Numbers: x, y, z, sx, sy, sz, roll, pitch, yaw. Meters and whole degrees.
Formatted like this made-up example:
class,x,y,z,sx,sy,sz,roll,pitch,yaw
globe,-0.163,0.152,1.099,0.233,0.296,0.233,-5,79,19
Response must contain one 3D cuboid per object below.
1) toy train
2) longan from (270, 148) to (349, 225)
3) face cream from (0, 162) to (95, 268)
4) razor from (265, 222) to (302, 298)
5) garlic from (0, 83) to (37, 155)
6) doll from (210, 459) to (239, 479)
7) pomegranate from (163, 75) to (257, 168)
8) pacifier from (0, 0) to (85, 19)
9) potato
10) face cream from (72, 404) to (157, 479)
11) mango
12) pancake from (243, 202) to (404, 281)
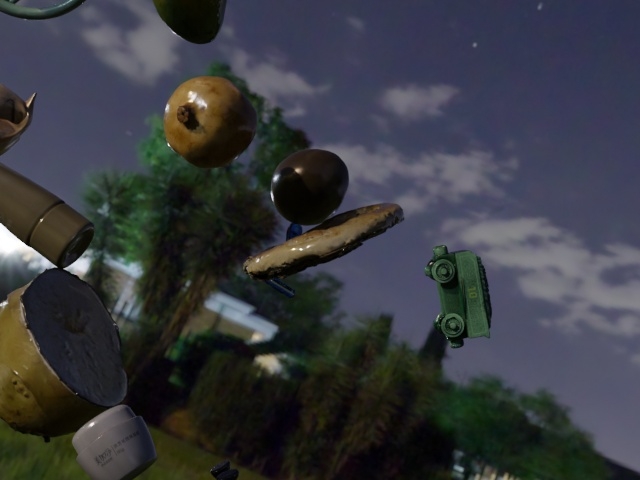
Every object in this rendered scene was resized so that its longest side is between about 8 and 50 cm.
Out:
class,x,y,z,sx,sy,sz,roll,pitch,yaw
toy train,0.231,0.090,1.490,0.099,0.172,0.070,-10,2,-3
longan,-0.029,-0.132,2.226,0.198,0.198,0.212,25,-32,-5
face cream,-0.488,-0.087,1.322,0.341,0.084,0.137,35,2,6
razor,-0.096,0.048,2.397,0.093,0.324,0.056,33,-60,-12
garlic,-0.767,-0.264,1.884,0.313,0.249,0.286,30,-15,-37
doll,-0.102,0.415,1.305,0.195,0.070,0.096,65,-11,-11
pomegranate,-0.226,-0.236,1.792,0.196,0.196,0.196,22,-17,7
pacifier,-0.550,-0.560,1.744,0.343,0.288,0.269,-9,4,-2
potato,-0.496,0.213,1.618,0.196,0.300,0.246,-34,-36,17
face cream,-0.319,0.323,1.401,0.104,0.117,0.117,54,-13,12
mango,-0.202,-0.401,1.398,0.092,0.130,0.195,36,-34,57
pancake,0.001,0.001,1.946,0.382,0.382,0.071,-14,-82,64
